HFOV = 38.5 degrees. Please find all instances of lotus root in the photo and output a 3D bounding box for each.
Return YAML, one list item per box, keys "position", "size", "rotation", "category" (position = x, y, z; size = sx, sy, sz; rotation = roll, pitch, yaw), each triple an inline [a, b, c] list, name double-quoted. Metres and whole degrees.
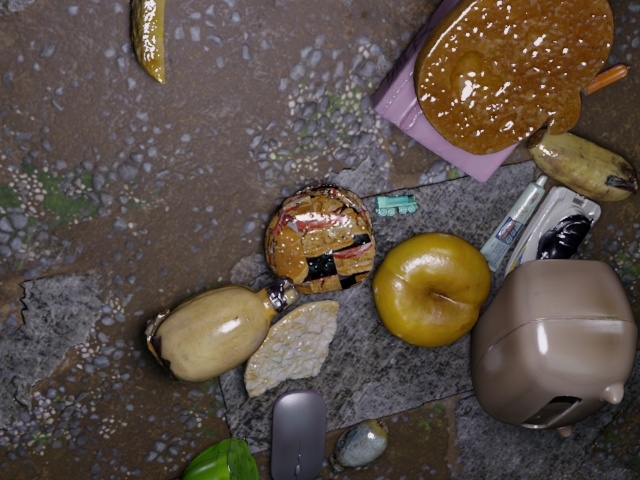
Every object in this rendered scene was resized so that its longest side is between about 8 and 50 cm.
- position: [-0.182, 0.162, 1.778]
  size: [0.310, 0.183, 0.182]
  rotation: [-28, 115, -3]
  category: "lotus root"
- position: [0.083, 0.453, 2.017]
  size: [0.165, 0.088, 0.088]
  rotation: [-39, 115, 13]
  category: "lotus root"
- position: [0.540, -0.156, 1.889]
  size: [0.258, 0.097, 0.110]
  rotation: [25, 68, -13]
  category: "lotus root"
- position: [-0.231, 0.518, 1.929]
  size: [0.186, 0.186, 0.186]
  rotation: [-5, 112, -13]
  category: "lotus root"

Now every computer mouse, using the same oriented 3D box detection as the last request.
- position: [-0.049, 0.431, 1.984]
  size: [0.120, 0.057, 0.232]
  rotation: [0, 110, -14]
  category: "computer mouse"

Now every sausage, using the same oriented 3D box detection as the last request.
- position: [0.583, -0.331, 1.865]
  size: [0.107, 0.031, 0.031]
  rotation: [-28, 115, -2]
  category: "sausage"

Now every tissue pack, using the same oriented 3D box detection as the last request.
- position: [0.456, 0.227, 1.838]
  size: [0.267, 0.276, 0.387]
  rotation: [5, 152, -8]
  category: "tissue pack"

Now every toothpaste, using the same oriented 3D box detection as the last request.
- position: [0.408, -0.039, 1.933]
  size: [0.060, 0.038, 0.233]
  rotation: [27, 105, -18]
  category: "toothpaste"

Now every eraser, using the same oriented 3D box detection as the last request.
- position: [0.308, -0.322, 1.701]
  size: [0.272, 0.122, 0.359]
  rotation: [32, 114, -16]
  category: "eraser"

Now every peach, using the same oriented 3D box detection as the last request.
- position: [0.225, 0.098, 1.879]
  size: [0.251, 0.153, 0.251]
  rotation: [-8, 113, -20]
  category: "peach"

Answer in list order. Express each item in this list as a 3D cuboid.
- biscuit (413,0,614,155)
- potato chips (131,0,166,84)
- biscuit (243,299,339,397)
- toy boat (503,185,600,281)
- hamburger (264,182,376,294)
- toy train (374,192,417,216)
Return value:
- position: [0.349, -0.311, 1.609]
  size: [0.314, 0.063, 0.367]
  rotation: [39, 111, -24]
  category: "biscuit"
- position: [-0.272, -0.475, 1.575]
  size: [0.080, 0.057, 0.407]
  rotation: [4, 110, -30]
  category: "potato chips"
- position: [-0.054, 0.223, 1.885]
  size: [0.265, 0.040, 0.188]
  rotation: [-43, 135, -4]
  category: "biscuit"
- position: [0.489, 0.025, 1.928]
  size: [0.141, 0.141, 0.269]
  rotation: [22, 91, -21]
  category: "toy boat"
- position: [0.000, 0.000, 1.807]
  size: [0.231, 0.107, 0.231]
  rotation: [-4, 117, -7]
  category: "hamburger"
- position: [0.153, -0.072, 1.858]
  size: [0.092, 0.029, 0.045]
  rotation: [-7, 96, -16]
  category: "toy train"
